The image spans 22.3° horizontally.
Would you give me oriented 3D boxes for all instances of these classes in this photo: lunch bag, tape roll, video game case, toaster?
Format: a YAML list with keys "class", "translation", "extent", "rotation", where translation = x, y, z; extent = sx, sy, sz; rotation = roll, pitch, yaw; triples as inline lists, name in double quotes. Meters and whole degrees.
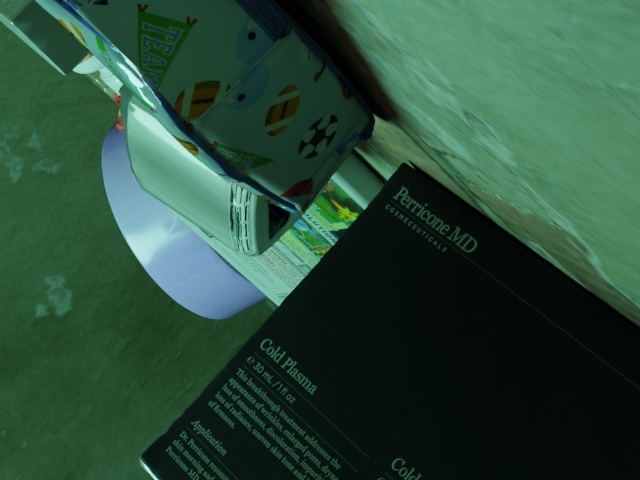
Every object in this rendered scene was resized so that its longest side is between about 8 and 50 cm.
- class: "lunch bag"
  translation: [-0.101, -0.149, 1.096]
  extent: [0.243, 0.115, 0.303]
  rotation: [43, 179, 27]
- class: "tape roll"
  translation: [-0.138, -0.047, 1.947]
  extent: [0.275, 0.090, 0.274]
  rotation: [45, -150, -34]
- class: "video game case"
  translation: [0.007, 0.009, 1.620]
  extent: [0.329, 0.036, 0.300]
  rotation: [43, 152, -25]
- class: "toaster"
  translation: [-0.075, -0.088, 1.361]
  extent: [0.146, 0.129, 0.227]
  rotation: [37, 157, 16]

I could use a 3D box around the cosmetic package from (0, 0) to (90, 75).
- class: "cosmetic package"
  translation: [-0.276, -0.269, 1.458]
  extent: [0.238, 0.127, 0.107]
  rotation: [42, 177, 35]

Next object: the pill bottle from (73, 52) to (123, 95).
- class: "pill bottle"
  translation: [-0.247, -0.239, 1.661]
  extent: [0.193, 0.108, 0.108]
  rotation: [43, 177, -26]

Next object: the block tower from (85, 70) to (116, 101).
- class: "block tower"
  translation: [-0.211, -0.188, 2.083]
  extent: [0.335, 0.097, 0.091]
  rotation: [42, 178, -25]

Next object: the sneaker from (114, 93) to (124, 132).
- class: "sneaker"
  translation: [-0.196, -0.177, 1.800]
  extent: [0.279, 0.118, 0.107]
  rotation: [41, 176, 11]

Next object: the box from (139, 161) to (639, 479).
- class: "box"
  translation: [0.101, 0.172, 1.208]
  extent: [0.343, 0.312, 0.179]
  rotation: [40, 177, 38]
